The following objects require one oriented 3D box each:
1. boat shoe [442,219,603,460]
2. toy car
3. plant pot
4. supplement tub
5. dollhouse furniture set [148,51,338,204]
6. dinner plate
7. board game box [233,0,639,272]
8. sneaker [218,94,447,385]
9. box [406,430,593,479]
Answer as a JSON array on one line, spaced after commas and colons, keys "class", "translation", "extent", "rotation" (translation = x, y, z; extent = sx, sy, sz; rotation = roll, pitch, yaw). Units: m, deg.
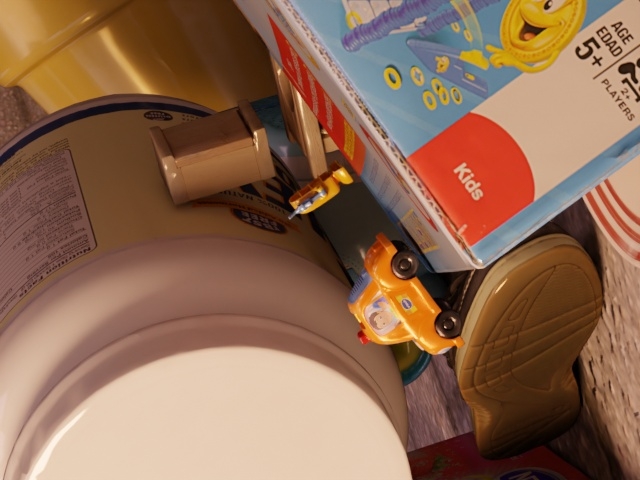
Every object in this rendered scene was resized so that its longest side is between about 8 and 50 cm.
[{"class": "boat shoe", "translation": [0.094, 0.043, 0.988], "extent": [0.223, 0.080, 0.073], "rotation": [79, 165, -61]}, {"class": "toy car", "translation": [0.021, 0.014, 0.836], "extent": [0.060, 0.040, 0.122], "rotation": [54, 180, -28]}, {"class": "plant pot", "translation": [-0.138, -0.160, 1.594], "extent": [0.239, 0.254, 0.254], "rotation": [58, 173, -7]}, {"class": "supplement tub", "translation": [-0.086, 0.075, 1.063], "extent": [0.325, 0.235, 0.235], "rotation": [-120, 15, -62]}, {"class": "dollhouse furniture set", "translation": [0.012, -0.070, 0.937], "extent": [0.161, 0.182, 0.101], "rotation": [-122, 17, -60]}, {"class": "dinner plate", "translation": [0.123, -0.056, 0.812], "extent": [0.141, 0.017, 0.141], "rotation": [163, 90, -82]}, {"class": "board game box", "translation": [-0.006, -0.133, 0.699], "extent": [0.302, 0.086, 0.308], "rotation": [54, 180, 1]}, {"class": "sneaker", "translation": [0.000, 0.000, 1.357], "extent": [0.319, 0.127, 0.208], "rotation": [-141, 36, -76]}, {"class": "box", "translation": [0.101, 0.219, 1.079], "extent": [0.300, 0.142, 0.154], "rotation": [-152, 45, -78]}]
